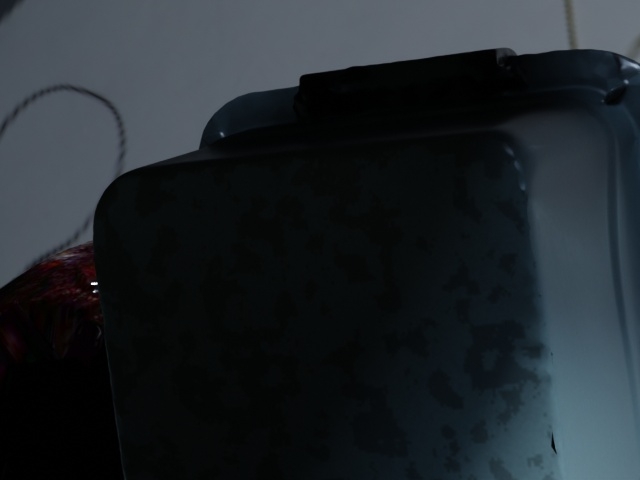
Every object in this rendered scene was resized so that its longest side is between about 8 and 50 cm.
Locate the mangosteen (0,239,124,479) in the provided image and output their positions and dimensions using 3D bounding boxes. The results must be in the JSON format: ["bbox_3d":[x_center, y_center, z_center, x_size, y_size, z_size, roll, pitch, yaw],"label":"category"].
[{"bbox_3d":[-0.109,0.136,0.981,0.287,0.233,0.288,-3,84,29],"label":"mangosteen"}]

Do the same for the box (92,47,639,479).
[{"bbox_3d":[0.029,0.060,0.469,0.162,0.130,0.227,-4,95,25],"label":"box"}]
